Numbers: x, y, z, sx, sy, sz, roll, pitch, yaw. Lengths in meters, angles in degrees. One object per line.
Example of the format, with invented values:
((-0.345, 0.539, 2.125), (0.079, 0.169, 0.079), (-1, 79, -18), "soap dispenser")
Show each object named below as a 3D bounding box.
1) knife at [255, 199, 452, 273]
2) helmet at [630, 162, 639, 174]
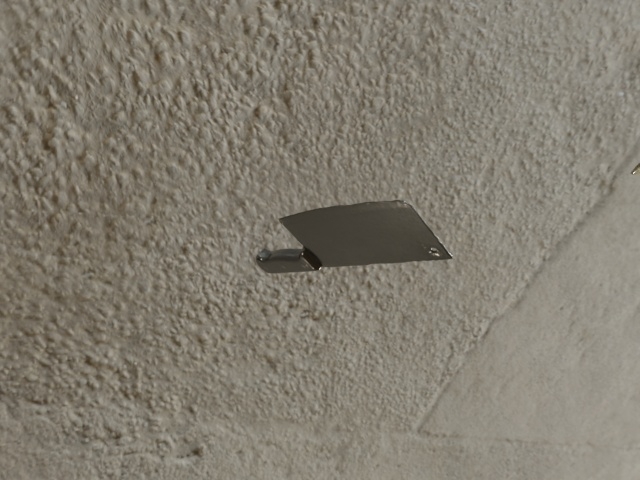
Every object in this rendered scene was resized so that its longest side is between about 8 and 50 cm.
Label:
((0.000, 0.000, 0.427), (0.072, 0.245, 0.019), (47, 59, -24), "knife")
((0.560, -0.114, 0.627), (0.257, 0.140, 0.205), (-25, 162, -12), "helmet")
